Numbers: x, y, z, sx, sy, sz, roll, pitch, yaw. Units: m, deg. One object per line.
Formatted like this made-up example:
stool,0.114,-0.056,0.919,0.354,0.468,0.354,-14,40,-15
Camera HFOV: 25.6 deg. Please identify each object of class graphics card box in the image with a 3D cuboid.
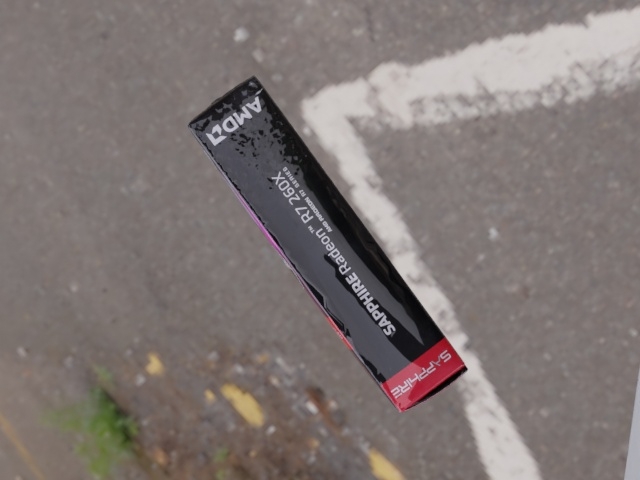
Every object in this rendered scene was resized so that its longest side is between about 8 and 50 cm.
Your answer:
graphics card box,0.000,0.000,1.512,0.371,0.094,0.233,55,179,-6

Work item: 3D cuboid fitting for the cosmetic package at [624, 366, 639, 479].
cosmetic package,0.366,0.151,1.059,0.230,0.453,0.161,21,164,-33
